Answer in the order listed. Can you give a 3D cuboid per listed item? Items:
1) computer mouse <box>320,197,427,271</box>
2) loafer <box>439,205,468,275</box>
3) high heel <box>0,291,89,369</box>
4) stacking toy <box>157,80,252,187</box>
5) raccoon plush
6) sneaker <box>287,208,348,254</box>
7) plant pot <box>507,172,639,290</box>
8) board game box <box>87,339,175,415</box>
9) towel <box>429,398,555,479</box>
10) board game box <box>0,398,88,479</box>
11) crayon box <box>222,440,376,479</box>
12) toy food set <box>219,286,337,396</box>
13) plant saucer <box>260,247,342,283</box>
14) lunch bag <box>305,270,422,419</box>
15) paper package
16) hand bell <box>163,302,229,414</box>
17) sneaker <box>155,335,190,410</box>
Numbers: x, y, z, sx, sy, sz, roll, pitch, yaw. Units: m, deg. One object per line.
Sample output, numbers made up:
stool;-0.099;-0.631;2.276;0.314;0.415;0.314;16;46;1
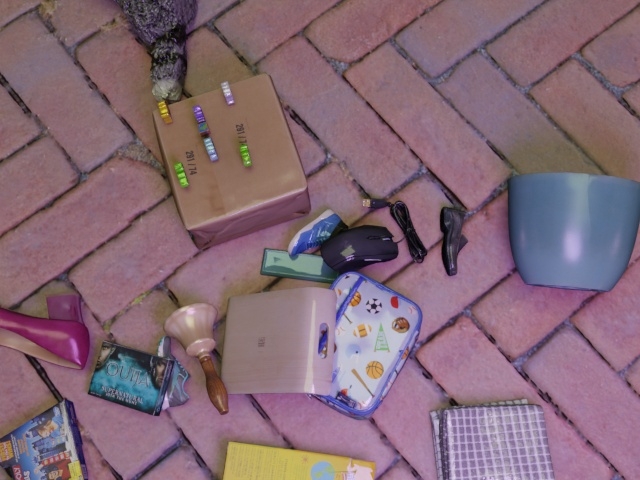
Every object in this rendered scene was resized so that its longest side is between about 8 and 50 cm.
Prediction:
computer mouse;0.115;-0.027;1.826;0.262;0.060;0.184;-6;60;-23
loafer;0.316;0.001;1.863;0.061;0.062;0.170;2;73;-3
high heel;-0.709;0.230;1.767;0.377;0.127;0.181;-12;62;-6
stacking toy;-0.258;-0.238;1.785;0.167;0.052;0.221;-18;74;-1
raccoon plush;-0.491;-0.575;1.998;0.299;0.216;0.446;3;72;10
sneaker;0.000;-0.001;1.864;0.152;0.058;0.084;-39;69;-23
plant pot;0.549;-0.010;1.754;0.293;0.293;0.235;6;86;3
board game box;-0.418;0.302;1.757;0.186;0.026;0.126;10;81;24
towel;0.366;0.478;1.676;0.235;0.121;0.283;-4;72;-1
board game box;-0.617;0.470;1.729;0.194;0.060;0.194;-18;73;-3
crayon box;-0.052;0.547;1.682;0.319;0.081;0.202;8;73;4
toy food set;-0.095;0.226;1.713;0.306;0.092;0.219;-10;67;39
plant saucer;-0.044;0.059;1.873;0.192;0.018;0.067;7;73;3
lunch bag;0.069;0.233;1.767;0.243;0.115;0.303;29;74;12
paper package;-0.208;-0.185;1.876;0.310;0.168;0.324;-19;73;-3
hand bell;-0.246;0.267;1.718;0.126;0.126;0.242;-23;56;-6
sneaker;-0.330;0.295;1.788;0.076;0.065;0.166;-1;75;-17
